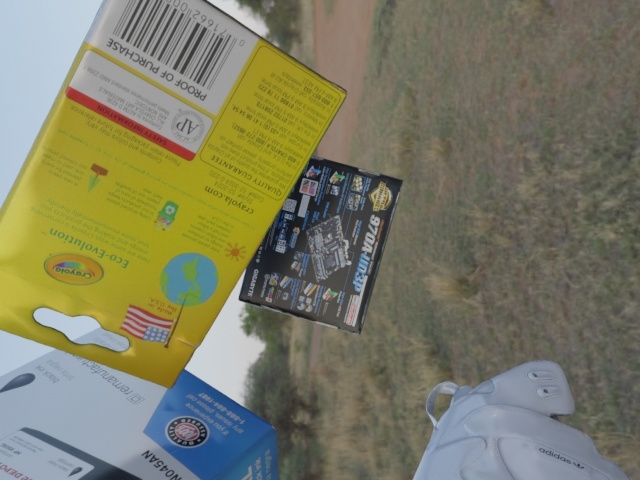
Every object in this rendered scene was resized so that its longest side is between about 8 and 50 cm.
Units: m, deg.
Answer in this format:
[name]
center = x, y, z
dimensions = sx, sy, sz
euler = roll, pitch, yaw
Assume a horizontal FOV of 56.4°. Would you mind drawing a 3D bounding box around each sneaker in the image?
[sneaker]
center = 0.251, 0.222, 0.521
dimensions = 0.210, 0.365, 0.137
euler = -68, -25, -46

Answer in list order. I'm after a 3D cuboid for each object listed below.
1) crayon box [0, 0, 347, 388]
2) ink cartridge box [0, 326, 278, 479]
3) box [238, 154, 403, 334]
[crayon box]
center = -0.147, -0.046, 0.521
dimensions = 0.319, 0.202, 0.081
euler = -58, 23, 9
[ink cartridge box]
center = -0.272, 0.273, 0.550
dimensions = 0.395, 0.285, 0.166
euler = -28, -50, -45
[box]
center = 0.000, 0.000, 0.817
dimensions = 0.051, 0.175, 0.220
euler = -21, -54, -86
